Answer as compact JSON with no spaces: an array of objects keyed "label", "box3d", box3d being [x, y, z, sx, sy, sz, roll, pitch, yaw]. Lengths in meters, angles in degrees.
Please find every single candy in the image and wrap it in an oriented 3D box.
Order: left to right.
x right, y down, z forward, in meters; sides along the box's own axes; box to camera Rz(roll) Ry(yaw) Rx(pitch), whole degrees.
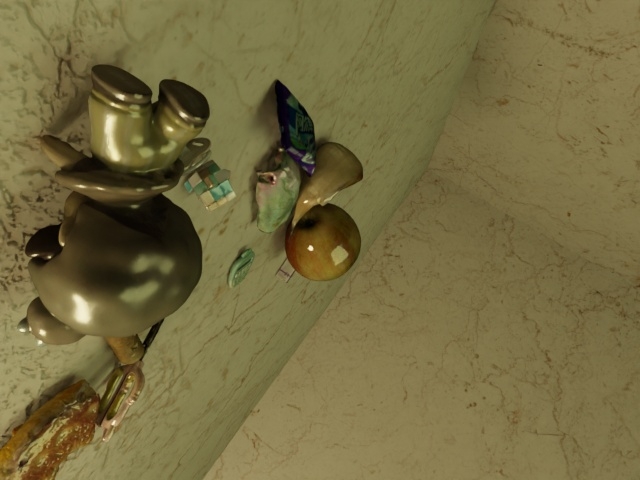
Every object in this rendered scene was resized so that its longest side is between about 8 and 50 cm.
[{"label":"candy","box3d":[-0.053,-0.241,1.033,0.275,0.070,0.146,32,49,-77]}]

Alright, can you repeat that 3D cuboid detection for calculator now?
[{"label":"calculator","box3d":[-0.225,0.077,1.301,0.095,0.021,0.153,-43,161,-47]}]

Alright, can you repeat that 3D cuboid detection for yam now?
[{"label":"yam","box3d":[-0.377,0.149,0.842,0.066,0.066,0.300,-48,163,-34]}]

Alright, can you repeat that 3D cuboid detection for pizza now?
[{"label":"pizza","box3d":[-0.524,0.395,0.828,0.306,0.085,0.161,-59,157,-24]}]

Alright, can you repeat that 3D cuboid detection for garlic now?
[{"label":"garlic","box3d":[0.022,-0.157,1.297,0.338,0.151,0.196,-55,169,-54]}]

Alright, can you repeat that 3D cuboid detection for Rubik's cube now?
[{"label":"Rubik's cube","box3d":[-0.208,-0.107,0.847,0.075,0.084,0.073,-48,143,-23]}]

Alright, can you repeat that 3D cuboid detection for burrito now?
[{"label":"burrito","box3d":[-0.104,-0.124,1.142,0.144,0.089,0.229,-55,170,-27]}]

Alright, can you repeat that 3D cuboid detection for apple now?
[{"label":"apple","box3d":[0.000,0.000,1.484,0.257,0.256,0.234,-53,133,-17]}]

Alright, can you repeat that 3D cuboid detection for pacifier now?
[{"label":"pacifier","box3d":[-0.221,-0.147,0.727,0.099,0.081,0.078,-50,137,-30]}]

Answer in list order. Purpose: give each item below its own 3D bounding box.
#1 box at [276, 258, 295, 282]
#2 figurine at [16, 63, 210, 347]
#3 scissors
[{"label":"box","box3d":[-0.113,0.096,1.679,0.117,0.050,0.036,-58,174,-3]},{"label":"figurine","box3d":[-0.250,-0.025,0.598,0.248,0.203,0.381,-30,149,-55]},{"label":"scissors","box3d":[-0.392,0.256,0.977,0.024,0.160,0.318,38,63,-34]}]
